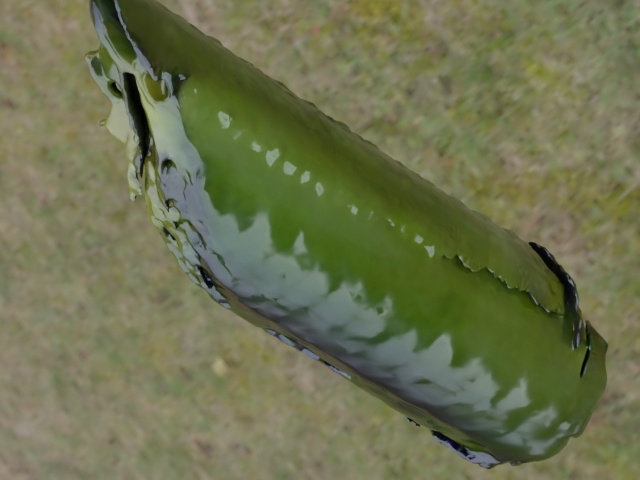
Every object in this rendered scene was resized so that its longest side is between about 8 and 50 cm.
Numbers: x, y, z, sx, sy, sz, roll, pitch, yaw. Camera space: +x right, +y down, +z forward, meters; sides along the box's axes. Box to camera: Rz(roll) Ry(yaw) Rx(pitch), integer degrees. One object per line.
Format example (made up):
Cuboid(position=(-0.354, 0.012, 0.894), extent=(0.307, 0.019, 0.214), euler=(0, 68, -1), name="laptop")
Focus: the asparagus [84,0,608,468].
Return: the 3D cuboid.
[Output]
Cuboid(position=(0.000, 0.000, 0.892), extent=(0.128, 0.108, 0.382), euler=(-18, 142, 40), name="asparagus")
